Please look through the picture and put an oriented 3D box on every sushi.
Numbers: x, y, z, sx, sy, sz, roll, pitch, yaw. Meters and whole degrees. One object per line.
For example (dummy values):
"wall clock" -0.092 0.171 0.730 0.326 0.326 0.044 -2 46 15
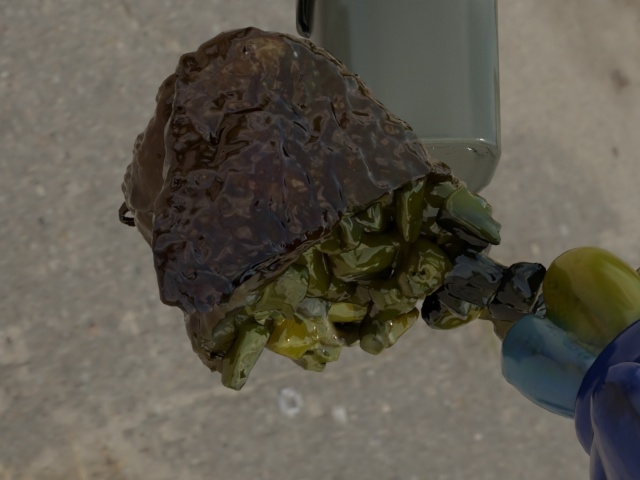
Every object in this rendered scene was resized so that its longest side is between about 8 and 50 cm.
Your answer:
"sushi" 0.002 0.000 0.882 0.179 0.167 0.296 58 -5 16

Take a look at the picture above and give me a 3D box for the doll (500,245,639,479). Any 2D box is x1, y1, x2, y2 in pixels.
"doll" 0.246 0.092 0.692 0.376 0.366 0.187 -55 132 -68

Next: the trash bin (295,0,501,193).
"trash bin" 0.088 -0.182 1.812 0.220 0.219 0.250 94 -7 -70
